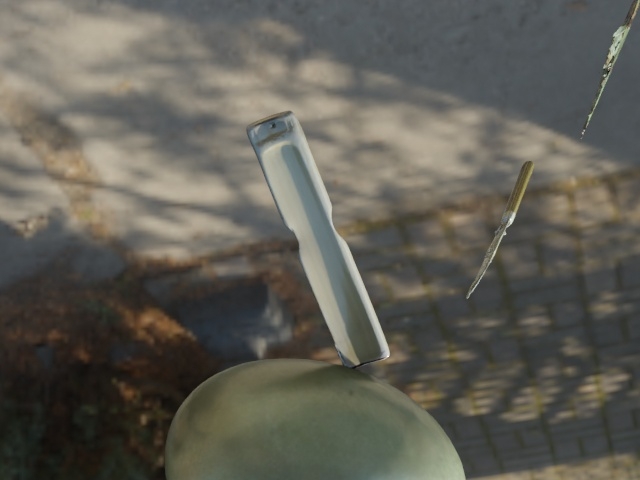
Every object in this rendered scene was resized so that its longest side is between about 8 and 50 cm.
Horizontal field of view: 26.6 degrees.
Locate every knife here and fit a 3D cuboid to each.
[{"bbox_3d":[0.259,-0.016,1.948,0.017,0.298,0.047,35,135,-7],"label":"knife"}]

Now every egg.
[{"bbox_3d":[-0.005,0.270,1.556,0.352,0.258,0.258,22,146,-6],"label":"egg"}]

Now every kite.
[{"bbox_3d":[0.351,-0.260,1.527,0.013,0.268,0.323,23,136,10],"label":"kite"}]

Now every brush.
[{"bbox_3d":[0.000,0.000,1.566,0.060,0.050,0.321,-19,110,9],"label":"brush"}]
